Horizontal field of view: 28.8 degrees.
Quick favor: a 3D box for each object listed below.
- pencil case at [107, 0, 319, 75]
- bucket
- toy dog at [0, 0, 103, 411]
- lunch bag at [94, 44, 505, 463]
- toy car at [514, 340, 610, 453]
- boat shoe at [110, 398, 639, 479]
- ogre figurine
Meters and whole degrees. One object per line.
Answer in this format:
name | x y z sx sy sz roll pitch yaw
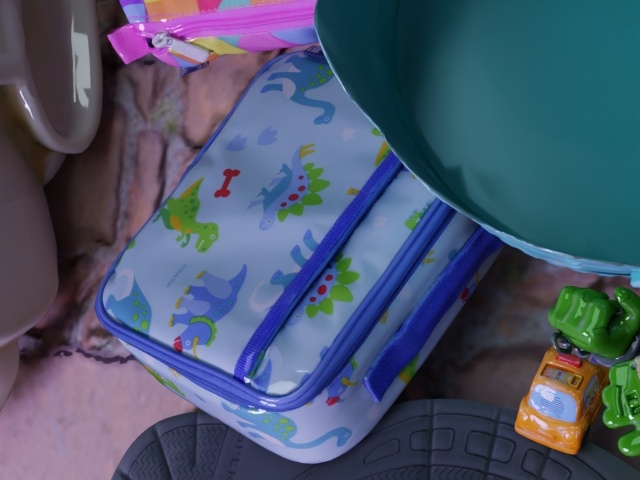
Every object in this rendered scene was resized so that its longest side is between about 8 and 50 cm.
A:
pencil case | -0.016 -0.161 0.763 0.236 0.104 0.104 -5 75 34
bucket | 0.138 -0.112 0.523 0.281 0.183 0.281 -2 82 11
toy dog | -0.376 -0.053 0.912 0.408 0.284 0.395 1 116 33
lunch bag | 0.000 0.000 0.678 0.176 0.090 0.219 25 69 38
toy car | 0.143 0.087 0.573 0.060 0.040 0.122 -38 53 -20
boat shoe | 0.035 0.158 0.658 0.320 0.103 0.118 -3 53 29
ogre figurine | 0.207 0.075 0.538 0.197 0.118 0.097 3 84 37
